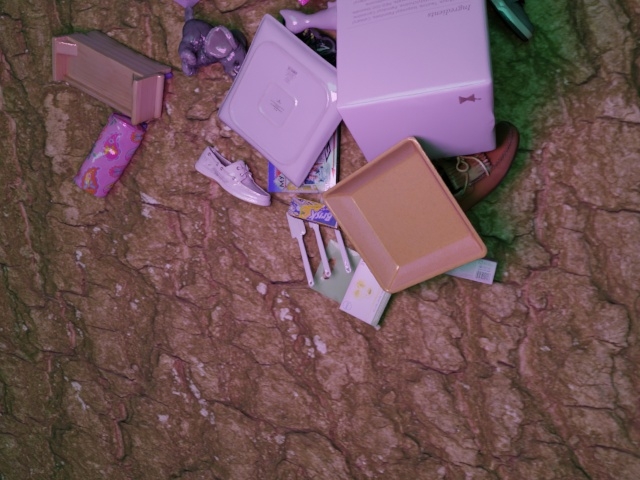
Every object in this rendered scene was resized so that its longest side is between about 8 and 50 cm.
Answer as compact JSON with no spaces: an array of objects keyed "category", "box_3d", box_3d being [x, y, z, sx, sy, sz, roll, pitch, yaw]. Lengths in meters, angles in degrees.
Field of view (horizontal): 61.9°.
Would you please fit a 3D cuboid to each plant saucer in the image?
[{"category":"plant saucer","box_3d":[0.213,-0.060,1.355,0.332,0.081,0.333,-30,97,42]}]

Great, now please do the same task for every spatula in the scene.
[{"category":"spatula","box_3d":[0.000,0.000,1.567,0.168,0.019,0.242,-19,75,14]}]

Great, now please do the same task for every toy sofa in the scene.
[{"category":"toy sofa","box_3d":[-0.658,-0.524,1.698,0.362,0.177,0.150,29,127,13]}]

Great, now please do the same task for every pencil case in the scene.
[{"category":"pencil case","box_3d":[-0.681,-0.280,1.727,0.124,0.124,0.284,38,103,11]}]

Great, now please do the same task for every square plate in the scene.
[{"category":"square plate","box_3d":[-0.113,-0.380,1.483,0.347,0.049,0.344,42,122,10]}]

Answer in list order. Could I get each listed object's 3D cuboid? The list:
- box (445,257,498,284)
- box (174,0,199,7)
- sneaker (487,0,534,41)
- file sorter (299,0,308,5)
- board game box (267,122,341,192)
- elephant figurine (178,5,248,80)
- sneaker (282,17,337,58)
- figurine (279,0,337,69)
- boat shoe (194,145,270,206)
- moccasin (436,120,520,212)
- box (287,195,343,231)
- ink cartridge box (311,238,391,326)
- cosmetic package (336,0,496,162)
[{"category":"box","box_3d":[0.318,0.049,1.474,0.323,0.063,0.067,12,98,16]},{"category":"box","box_3d":[-0.464,-0.843,1.550,0.126,0.231,0.262,-34,84,17]},{"category":"sneaker","box_3d":[0.494,-0.664,1.335,0.178,0.123,0.296,-35,83,26]},{"category":"file sorter","box_3d":[-0.067,-0.764,1.313,0.202,0.182,0.291,-37,110,18]},{"category":"board game box","box_3d":[-0.047,-0.298,1.566,0.213,0.046,0.318,3,95,16]},{"category":"elephant figurine","box_3d":[-0.284,-0.560,1.578,0.239,0.186,0.170,4,56,6]},{"category":"sneaker","box_3d":[-0.033,-0.578,1.518,0.188,0.078,0.067,34,103,3]},{"category":"figurine","box_3d":[-0.001,-0.538,1.455,0.209,0.092,0.215,-1,123,14]},{"category":"boat shoe","box_3d":[-0.257,-0.198,1.611,0.277,0.098,0.096,31,104,13]},{"category":"moccasin","box_3d":[0.355,-0.164,1.398,0.147,0.139,0.380,33,116,-31]},{"category":"box","box_3d":[-0.007,-0.077,1.544,0.168,0.054,0.059,17,87,25]},{"category":"ink cartridge box","box_3d":[0.094,0.121,1.555,0.234,0.056,0.171,26,101,12]},{"category":"cosmetic package","box_3d":[0.233,-0.433,1.265,0.327,0.329,0.394,-5,73,18]}]
